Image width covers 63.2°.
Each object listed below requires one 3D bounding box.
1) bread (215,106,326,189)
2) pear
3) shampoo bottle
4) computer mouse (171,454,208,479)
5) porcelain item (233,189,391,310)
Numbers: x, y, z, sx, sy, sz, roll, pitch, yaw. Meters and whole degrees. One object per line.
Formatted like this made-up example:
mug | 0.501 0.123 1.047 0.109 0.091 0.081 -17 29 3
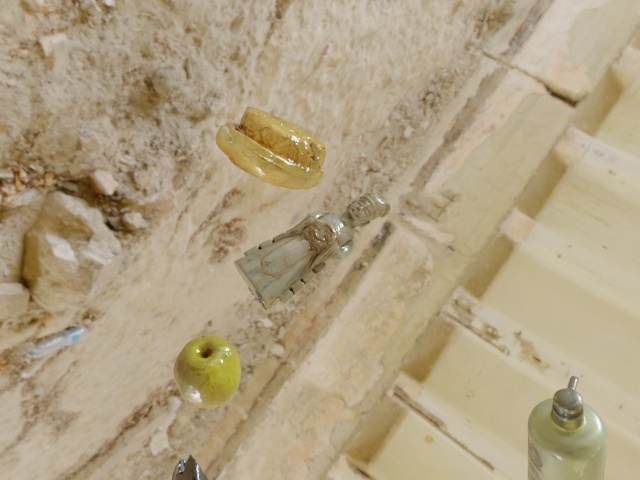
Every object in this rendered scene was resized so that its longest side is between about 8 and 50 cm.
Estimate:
bread | -0.092 -0.184 1.072 0.236 0.198 0.120 -2 124 -60
pear | -0.243 0.285 1.125 0.149 0.149 0.162 -41 149 -42
shampoo bottle | 0.268 0.224 0.569 0.079 0.079 0.162 -44 132 -36
computer mouse | -0.183 0.372 0.728 0.079 0.135 0.047 -26 163 38
porcelain item | 0.000 0.000 0.657 0.213 0.084 0.054 -33 167 -14
